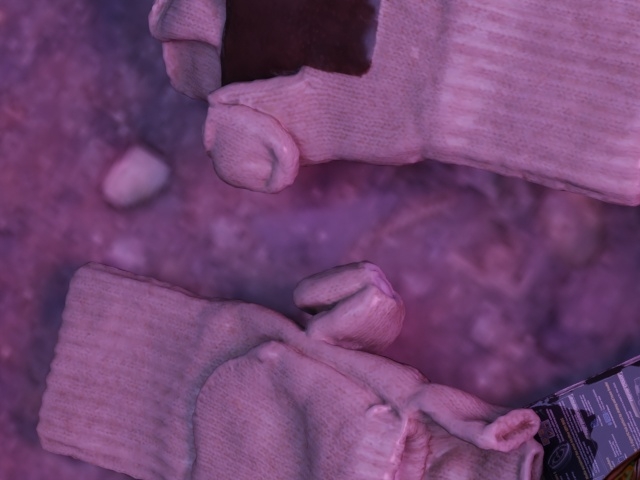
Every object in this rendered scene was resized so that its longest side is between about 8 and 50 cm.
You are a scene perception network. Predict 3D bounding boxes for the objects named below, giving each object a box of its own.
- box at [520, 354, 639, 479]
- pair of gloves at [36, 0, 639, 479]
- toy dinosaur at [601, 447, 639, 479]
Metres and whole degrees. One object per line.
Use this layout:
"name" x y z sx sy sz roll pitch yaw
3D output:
"box" 0.112 0.081 0.645 0.067 0.018 0.083 -27 76 17
"pair of gloves" 0.000 0.000 0.657 0.204 0.042 0.240 25 101 32
"toy dinosaur" 0.140 0.219 0.564 0.218 0.164 0.322 14 127 60
